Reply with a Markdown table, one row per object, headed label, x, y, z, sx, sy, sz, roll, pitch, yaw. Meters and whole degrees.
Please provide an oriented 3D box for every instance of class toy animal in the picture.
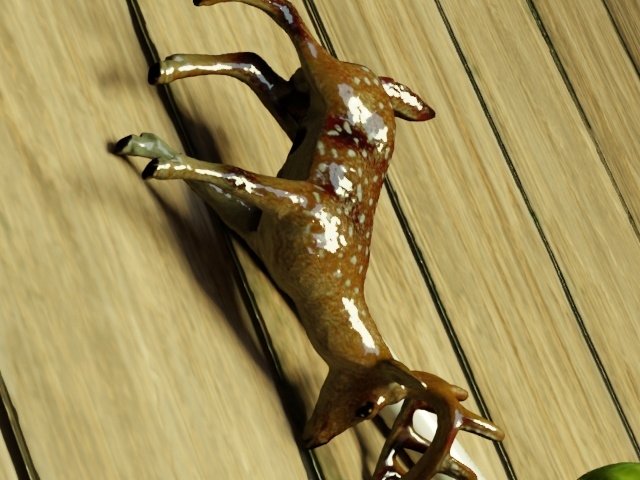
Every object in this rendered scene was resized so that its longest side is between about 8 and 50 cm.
| label | x | y | z | sx | sy | sz | roll | pitch | yaw |
| --- | --- | --- | --- | --- | --- | --- | --- | --- | --- |
| toy animal | 0.011 | -0.004 | 1.054 | 0.260 | 0.087 | 0.243 | 32 | 62 | -23 |

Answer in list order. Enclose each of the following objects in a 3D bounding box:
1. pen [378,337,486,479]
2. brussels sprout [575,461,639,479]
| label | x | y | z | sx | sy | sz | roll | pitch | yaw |
| --- | --- | --- | --- | --- | --- | --- | --- | --- | --- |
| pen | 0.036 | 0.080 | 1.128 | 0.269 | 0.033 | 0.033 | 54 | 25 | -13 |
| brussels sprout | 0.179 | 0.214 | 1.103 | 0.131 | 0.145 | 0.183 | 47 | 31 | -37 |
